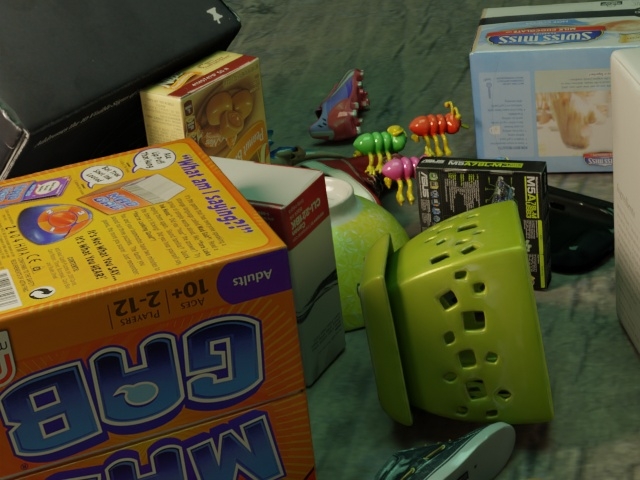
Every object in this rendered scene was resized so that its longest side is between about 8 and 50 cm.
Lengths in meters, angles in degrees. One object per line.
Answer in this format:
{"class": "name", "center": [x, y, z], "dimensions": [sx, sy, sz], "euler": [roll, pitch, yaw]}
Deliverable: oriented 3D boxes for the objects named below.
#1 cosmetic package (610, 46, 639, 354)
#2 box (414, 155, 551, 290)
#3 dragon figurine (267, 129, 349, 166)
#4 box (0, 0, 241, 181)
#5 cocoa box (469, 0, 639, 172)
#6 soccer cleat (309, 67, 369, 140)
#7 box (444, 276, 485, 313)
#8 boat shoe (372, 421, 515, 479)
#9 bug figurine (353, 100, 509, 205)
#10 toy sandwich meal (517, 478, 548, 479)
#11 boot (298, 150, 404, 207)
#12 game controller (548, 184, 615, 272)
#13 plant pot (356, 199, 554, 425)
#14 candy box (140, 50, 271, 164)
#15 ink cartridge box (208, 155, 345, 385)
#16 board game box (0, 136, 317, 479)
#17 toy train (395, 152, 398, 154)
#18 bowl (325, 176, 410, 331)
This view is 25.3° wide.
{"class": "cosmetic package", "center": [0.551, -0.021, 1.721], "dimensions": [0.329, 0.394, 0.327], "euler": [-8, 26, -1]}
{"class": "box", "center": [0.233, -0.024, 2.033], "dimensions": [0.184, 0.191, 0.045], "euler": [2, 29, 19]}
{"class": "dragon figurine", "center": [-0.096, -0.134, 2.451], "dimensions": [0.289, 0.085, 0.144], "euler": [-22, 30, -26]}
{"class": "box", "center": [-0.448, -0.210, 2.186], "dimensions": [0.297, 0.472, 0.480], "euler": [49, 44, 5]}
{"class": "cocoa box", "center": [0.437, -0.258, 2.407], "dimensions": [0.347, 0.231, 0.228], "euler": [0, 28, 14]}
{"class": "soccer cleat", "center": [0.036, -0.257, 2.680], "dimensions": [0.095, 0.083, 0.248], "euler": [-7, 29, 10]}
{"class": "box", "center": [0.193, 0.064, 1.942], "dimensions": [0.105, 0.179, 0.043], "euler": [-6, 71, 2]}
{"class": "boat shoe", "center": [0.141, 0.252, 1.638], "dimensions": [0.083, 0.065, 0.183], "euler": [20, 38, 41]}
{"class": "bug figurine", "center": [0.175, -0.139, 2.260], "dimensions": [0.216, 0.072, 0.279], "euler": [-10, 29, -17]}
{"class": "toy sandwich meal", "center": [0.236, 0.294, 1.577], "dimensions": [0.085, 0.029, 0.085], "euler": [-2, 28, 1]}
{"class": "boot", "center": [0.089, -0.094, 2.332], "dimensions": [0.176, 0.088, 0.244], "euler": [-15, 24, -19]}
{"class": "game controller", "center": [0.314, -0.031, 2.193], "dimensions": [0.319, 0.067, 0.166], "euler": [19, 50, 42]}
{"class": "plant pot", "center": [0.163, 0.095, 1.754], "dimensions": [0.207, 0.228, 0.227], "euler": [-9, 15, 8]}
{"class": "candy box", "center": [-0.161, -0.105, 2.146], "dimensions": [0.087, 0.316, 0.183], "euler": [14, 34, 35]}
{"class": "ink cartridge box", "center": [-0.088, 0.041, 1.891], "dimensions": [0.197, 0.273, 0.114], "euler": [8, 33, 28]}
{"class": "board game box", "center": [-0.240, 0.136, 1.636], "dimensions": [0.356, 0.356, 0.356], "euler": [-15, 27, -16]}
{"class": "toy train", "center": [0.118, -0.149, 2.499], "dimensions": [0.036, 0.027, 0.158], "euler": [-4, 24, -19]}
{"class": "bowl", "center": [0.000, 0.000, 2.081], "dimensions": [0.289, 0.156, 0.289], "euler": [-5, 26, 2]}
